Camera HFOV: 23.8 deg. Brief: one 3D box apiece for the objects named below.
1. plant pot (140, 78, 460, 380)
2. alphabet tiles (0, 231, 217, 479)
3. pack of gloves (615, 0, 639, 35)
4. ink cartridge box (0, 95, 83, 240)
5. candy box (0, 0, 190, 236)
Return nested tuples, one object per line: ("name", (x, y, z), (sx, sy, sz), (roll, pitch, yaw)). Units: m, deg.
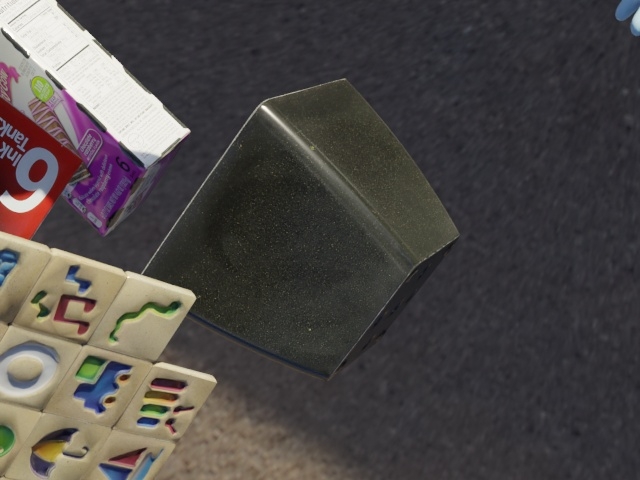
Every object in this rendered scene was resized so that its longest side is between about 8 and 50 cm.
("plant pot", (0.000, 0.000, 1.220), (0.167, 0.187, 0.188), (39, 112, 9))
("alphabet tiles", (-0.242, 0.119, 0.978), (0.285, 0.342, 0.011), (-56, 41, 17))
("pack of gloves", (0.286, -0.235, 1.048), (0.046, 0.195, 0.232), (13, 106, -33))
("ink cartridge box", (-0.405, -0.049, 1.264), (0.309, 0.130, 0.272), (39, 78, -38))
("candy box", (-0.254, -0.133, 1.486), (0.233, 0.071, 0.159), (44, 146, 1))
